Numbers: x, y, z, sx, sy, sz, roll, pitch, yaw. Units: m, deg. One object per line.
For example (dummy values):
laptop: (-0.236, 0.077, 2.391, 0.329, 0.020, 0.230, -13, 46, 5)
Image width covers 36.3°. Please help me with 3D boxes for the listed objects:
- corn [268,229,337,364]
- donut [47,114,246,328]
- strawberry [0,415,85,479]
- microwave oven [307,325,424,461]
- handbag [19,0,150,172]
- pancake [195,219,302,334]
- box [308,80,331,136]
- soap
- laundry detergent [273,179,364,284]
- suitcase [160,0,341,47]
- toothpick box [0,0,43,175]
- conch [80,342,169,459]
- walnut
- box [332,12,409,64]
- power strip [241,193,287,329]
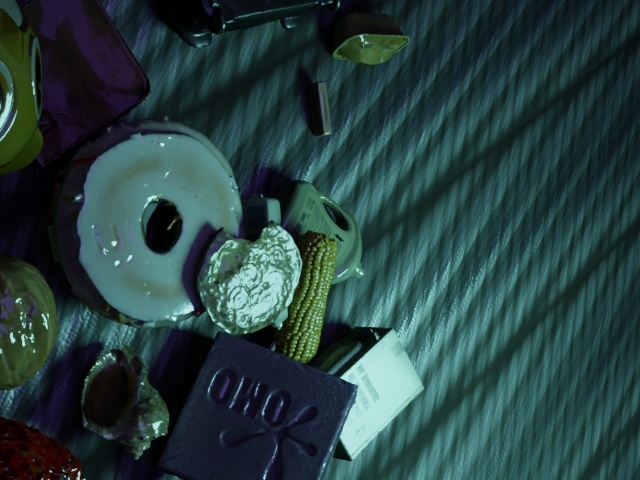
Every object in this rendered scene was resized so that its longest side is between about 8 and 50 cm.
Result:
corn: (-0.033, 0.112, 1.941, 0.106, 0.106, 0.293, -3, 114, -37)
donut: (-0.313, -0.030, 1.752, 0.382, 0.142, 0.383, -3, 95, -38)
strawberry: (-0.565, 0.406, 1.502, 0.351, 0.267, 0.312, 28, 75, -6)
microwave oven: (0.063, 0.306, 2.025, 0.240, 0.145, 0.194, -39, 107, -31)
handbag: (-0.464, -0.293, 1.707, 0.275, 0.084, 0.260, -44, 113, -30)
pancake: (-0.129, 0.068, 1.800, 0.235, 0.029, 0.212, -1, 98, -39)
box: (-0.002, -0.278, 2.069, 0.025, 0.048, 0.115, -8, 94, -33)
soap: (-0.113, 0.353, 1.822, 0.296, 0.107, 0.286, 19, 72, 9)
laundry detergent: (0.000, 0.000, 2.028, 0.253, 0.091, 0.181, 37, 66, -29)
suitcase: (-0.156, -0.567, 1.886, 0.345, 0.188, 0.340, -20, 100, -34)
toothpick box: (-0.605, -0.251, 1.395, 0.409, 0.409, 0.425, -35, 106, -33)
conch: (-0.349, 0.285, 1.729, 0.155, 0.130, 0.207, 2, 77, -50)
walnut: (-0.523, 0.133, 1.564, 0.228, 0.228, 0.228, 2, 86, -36)
box: (0.106, -0.433, 2.128, 0.177, 0.111, 0.111, -6, 91, -36)
power strip: (-0.127, 0.042, 1.915, 0.046, 0.118, 0.271, -4, 90, -56)
